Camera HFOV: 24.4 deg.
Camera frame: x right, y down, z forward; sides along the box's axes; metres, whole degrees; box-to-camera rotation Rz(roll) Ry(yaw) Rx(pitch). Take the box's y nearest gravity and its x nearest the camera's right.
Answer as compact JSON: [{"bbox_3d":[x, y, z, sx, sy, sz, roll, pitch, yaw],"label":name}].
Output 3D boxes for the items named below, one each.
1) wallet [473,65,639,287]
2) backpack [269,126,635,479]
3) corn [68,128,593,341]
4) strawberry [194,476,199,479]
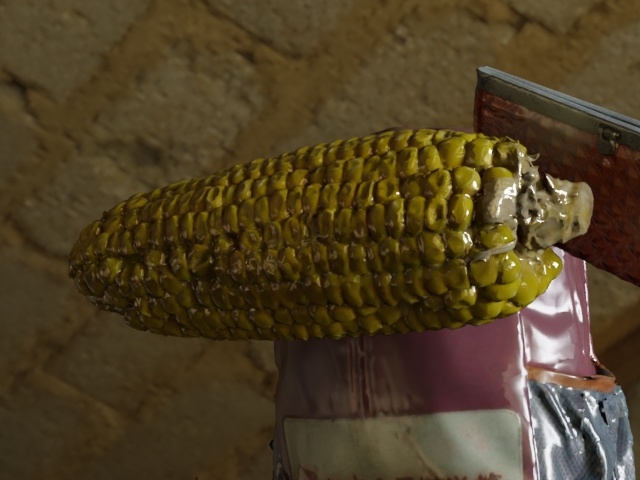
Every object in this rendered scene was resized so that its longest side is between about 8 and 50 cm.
[{"bbox_3d":[0.167,-0.027,0.851,0.196,0.103,0.020,27,-135,37],"label":"wallet"},{"bbox_3d":[0.082,0.074,1.080,0.283,0.197,0.317,-9,-98,33],"label":"backpack"},{"bbox_3d":[0.000,0.000,0.866,0.322,0.119,0.119,-4,-133,22],"label":"corn"},{"bbox_3d":[-0.069,0.352,1.289,0.138,0.306,0.233,-34,174,-37],"label":"strawberry"}]
